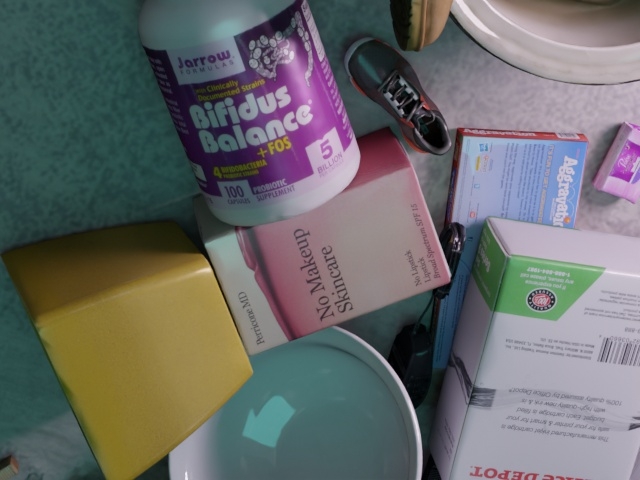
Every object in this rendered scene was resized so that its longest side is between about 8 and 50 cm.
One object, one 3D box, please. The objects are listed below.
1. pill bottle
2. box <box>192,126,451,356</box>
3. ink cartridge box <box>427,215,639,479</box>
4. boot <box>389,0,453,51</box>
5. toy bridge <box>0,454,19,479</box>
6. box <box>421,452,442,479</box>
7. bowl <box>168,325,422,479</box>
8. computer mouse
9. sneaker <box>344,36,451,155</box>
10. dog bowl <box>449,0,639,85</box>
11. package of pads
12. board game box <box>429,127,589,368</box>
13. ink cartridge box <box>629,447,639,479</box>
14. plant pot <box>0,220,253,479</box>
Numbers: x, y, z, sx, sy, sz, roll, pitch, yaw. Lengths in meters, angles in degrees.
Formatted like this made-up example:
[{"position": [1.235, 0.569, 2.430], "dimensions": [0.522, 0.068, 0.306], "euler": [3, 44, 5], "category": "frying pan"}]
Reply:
[{"position": [-0.081, -0.180, 1.791], "dimensions": [0.169, 0.169, 0.301], "euler": [-21, 115, 0], "category": "pill bottle"}, {"position": [0.000, 0.000, 1.903], "dimensions": [0.232, 0.127, 0.149], "euler": [-21, 115, -1], "category": "box"}, {"position": [0.254, 0.138, 1.977], "dimensions": [0.211, 0.121, 0.289], "euler": [9, 111, -13], "category": "ink cartridge box"}, {"position": [0.206, -0.287, 1.675], "dimensions": [0.269, 0.089, 0.236], "euler": [0, 113, -11], "category": "boot"}, {"position": [-0.411, 0.200, 1.976], "dimensions": [0.063, 0.026, 0.188], "euler": [-33, 114, 6], "category": "toy bridge"}, {"position": [0.157, 0.339, 2.048], "dimensions": [0.093, 0.158, 0.156], "euler": [5, 114, 11], "category": "box"}, {"position": [-0.007, 0.240, 1.970], "dimensions": [0.298, 0.134, 0.298], "euler": [-4, 81, 23], "category": "bowl"}, {"position": [0.122, 0.090, 1.986], "dimensions": [0.041, 0.071, 0.242], "euler": [11, 117, -16], "category": "computer mouse"}, {"position": [0.090, -0.150, 1.884], "dimensions": [0.061, 0.065, 0.158], "euler": [-46, 115, -1], "category": "sneaker"}, {"position": [0.274, -0.369, 1.780], "dimensions": [0.408, 0.150, 0.408], "euler": [-3, 114, -8], "category": "dog bowl"}, {"position": [0.338, -0.086, 1.975], "dimensions": [0.050, 0.032, 0.083], "euler": [19, 109, -18], "category": "package of pads"}, {"position": [0.205, 0.014, 1.999], "dimensions": [0.145, 0.027, 0.281], "euler": [3, 112, -9], "category": "board game box"}, {"position": [0.419, 0.410, 2.103], "dimensions": [0.272, 0.130, 0.309], "euler": [35, 86, -21], "category": "ink cartridge box"}, {"position": [-0.193, 0.097, 1.880], "dimensions": [0.187, 0.212, 0.212], "euler": [-25, 115, -9], "category": "plant pot"}]
